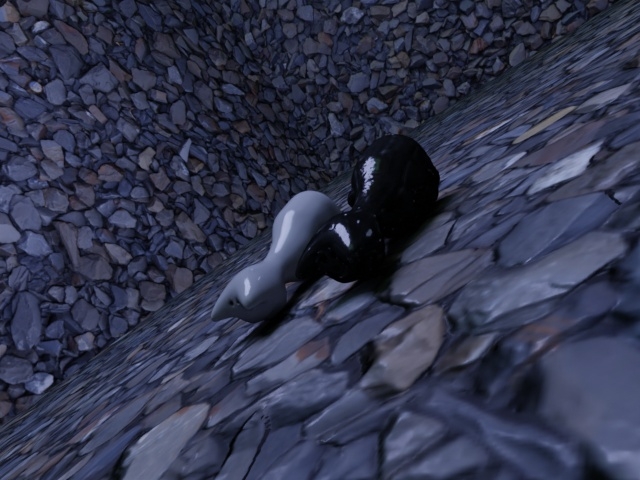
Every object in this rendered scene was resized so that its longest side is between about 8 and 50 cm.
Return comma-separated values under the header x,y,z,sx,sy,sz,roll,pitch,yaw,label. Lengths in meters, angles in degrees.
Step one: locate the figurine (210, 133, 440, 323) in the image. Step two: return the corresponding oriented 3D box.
x,y,z,sx,sy,sz,roll,pitch,yaw,label
0.000,0.000,0.500,0.215,0.092,0.209,-29,13,37,figurine
